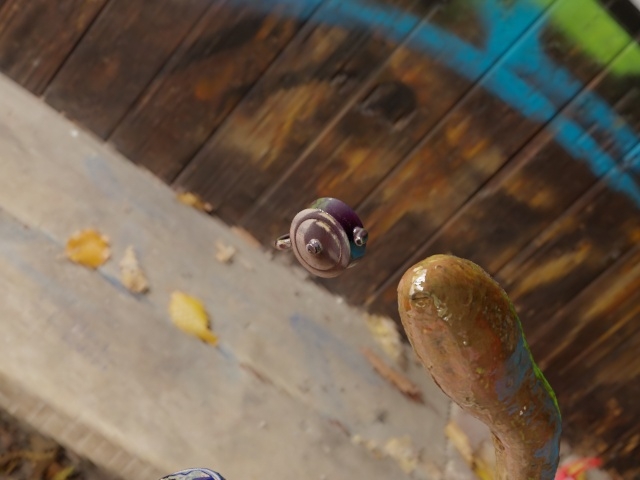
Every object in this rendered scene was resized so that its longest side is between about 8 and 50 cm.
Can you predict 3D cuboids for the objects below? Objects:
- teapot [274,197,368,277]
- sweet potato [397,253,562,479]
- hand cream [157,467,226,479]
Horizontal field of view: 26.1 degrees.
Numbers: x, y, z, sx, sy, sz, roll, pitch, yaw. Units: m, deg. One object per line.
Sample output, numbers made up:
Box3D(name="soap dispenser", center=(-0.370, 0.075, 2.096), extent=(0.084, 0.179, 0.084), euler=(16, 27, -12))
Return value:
Box3D(name="teapot", center=(0.000, 0.000, 1.203), extent=(0.045, 0.100, 0.067), euler=(-34, 114, -50))
Box3D(name="sweet potato", center=(0.082, 0.077, 0.633), extent=(0.050, 0.050, 0.214), euler=(-95, 163, -46))
Box3D(name="hand cream", center=(-0.005, 0.136, 0.433), extent=(0.163, 0.039, 0.062), euler=(58, 40, -28))
